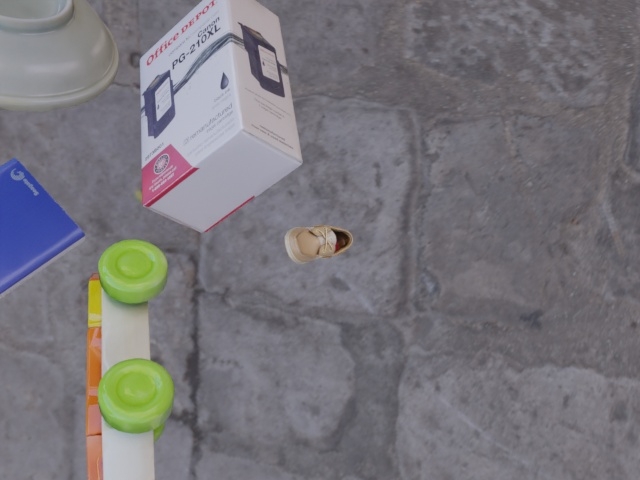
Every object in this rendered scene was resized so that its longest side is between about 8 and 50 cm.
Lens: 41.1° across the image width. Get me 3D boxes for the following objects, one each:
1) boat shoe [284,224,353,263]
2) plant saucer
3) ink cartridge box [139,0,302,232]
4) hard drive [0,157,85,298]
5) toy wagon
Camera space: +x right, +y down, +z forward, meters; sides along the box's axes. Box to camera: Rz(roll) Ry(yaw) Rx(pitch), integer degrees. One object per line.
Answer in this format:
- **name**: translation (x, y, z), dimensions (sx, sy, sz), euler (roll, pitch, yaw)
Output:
- **boat shoe**: translation (0.000, 0.000, 1.390), dimensions (0.059, 0.170, 0.063), euler (-18, 87, 27)
- **plant saucer**: translation (-0.504, -0.363, 1.333), dimensions (0.400, 0.400, 0.101), euler (39, 127, 12)
- **ink cartridge box**: translation (-0.125, -0.158, 1.009), dimensions (0.172, 0.100, 0.237), euler (-32, 50, 31)
- **hard drive**: translation (-0.624, 0.009, 1.551), dimensions (0.210, 0.318, 0.040), euler (45, 152, 10)
- **toy wagon**: translation (-0.161, 0.179, 0.726), dimensions (0.068, 0.345, 0.267), euler (-1, 139, -12)
